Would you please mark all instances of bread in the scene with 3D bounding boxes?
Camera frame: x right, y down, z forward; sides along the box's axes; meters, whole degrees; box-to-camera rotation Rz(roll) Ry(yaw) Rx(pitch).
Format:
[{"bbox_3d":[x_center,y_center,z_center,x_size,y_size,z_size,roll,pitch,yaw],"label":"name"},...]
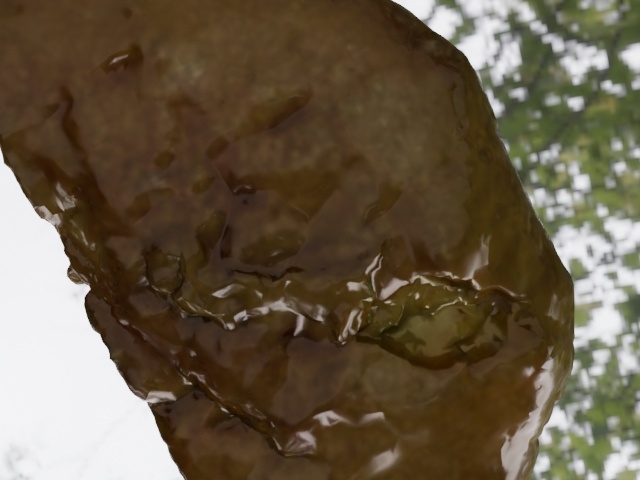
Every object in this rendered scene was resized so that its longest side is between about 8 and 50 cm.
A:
[{"bbox_3d":[0.000,0.000,0.715,0.179,0.340,0.194,-28,-172,4],"label":"bread"}]
